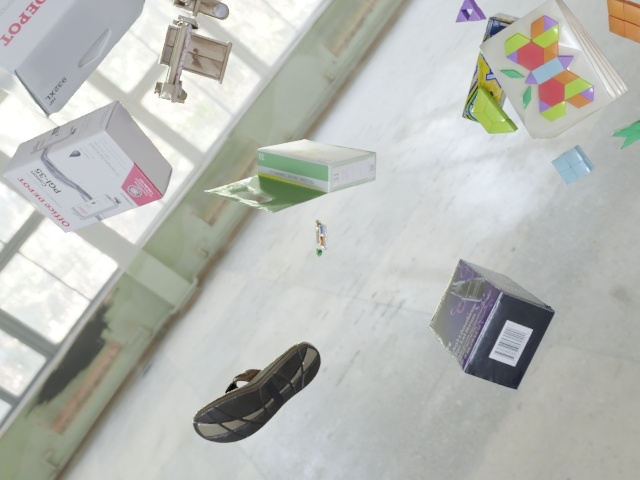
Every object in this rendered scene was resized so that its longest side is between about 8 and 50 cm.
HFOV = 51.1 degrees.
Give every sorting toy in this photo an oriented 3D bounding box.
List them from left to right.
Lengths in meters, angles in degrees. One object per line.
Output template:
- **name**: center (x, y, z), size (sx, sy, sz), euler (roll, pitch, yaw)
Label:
- **sorting toy**: center (0.000, 0.000, 1.452), size (0.062, 0.012, 0.083), euler (-142, 48, -68)

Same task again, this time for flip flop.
- **flip flop**: center (-0.124, 0.287, 1.299), size (0.277, 0.112, 0.080), euler (-37, 34, -18)

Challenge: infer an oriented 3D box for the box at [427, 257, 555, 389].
- **box**: center (0.292, 0.140, 1.178), size (0.207, 0.108, 0.153), euler (-124, 56, -74)

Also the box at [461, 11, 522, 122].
- **box**: center (0.283, -0.276, 1.085), size (0.059, 0.054, 0.168), euler (-40, -33, -50)

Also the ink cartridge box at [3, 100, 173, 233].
- **ink cartridge box**: center (-0.505, -0.152, 1.470), size (0.283, 0.207, 0.117), euler (-18, 42, 20)

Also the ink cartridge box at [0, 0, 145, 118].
- **ink cartridge box**: center (-0.429, -0.344, 0.886), size (0.223, 0.308, 0.129), euler (-57, -8, -15)

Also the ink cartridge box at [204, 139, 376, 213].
- **ink cartridge box**: center (-0.047, -0.111, 1.087), size (0.171, 0.056, 0.235), euler (18, 25, 40)

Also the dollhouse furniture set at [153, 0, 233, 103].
- **dollhouse furniture set**: center (-0.284, -0.474, 1.639), size (0.355, 0.174, 0.303), euler (-141, 65, -67)

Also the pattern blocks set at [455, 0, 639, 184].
- **pattern blocks set**: center (0.330, -0.247, 0.968), size (0.026, 0.325, 0.285), euler (-38, -7, -41)
